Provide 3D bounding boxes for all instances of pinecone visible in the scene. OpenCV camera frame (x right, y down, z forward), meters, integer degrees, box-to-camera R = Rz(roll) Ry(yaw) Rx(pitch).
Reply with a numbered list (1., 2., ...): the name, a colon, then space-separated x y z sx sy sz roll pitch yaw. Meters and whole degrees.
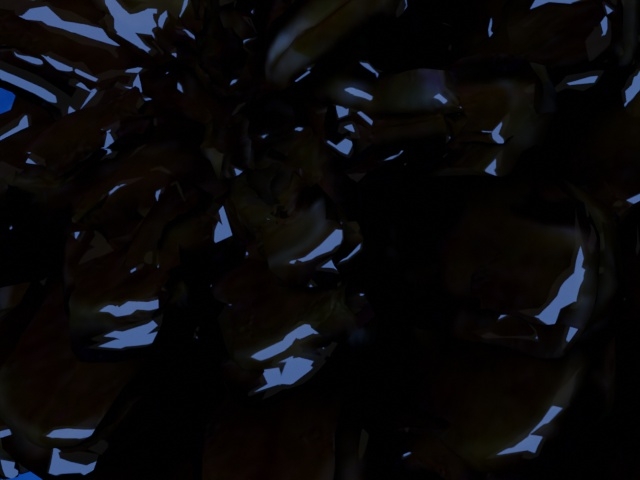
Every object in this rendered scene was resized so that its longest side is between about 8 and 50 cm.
1. pinecone: 0.000 0.000 0.454 0.221 0.221 0.221 -7 71 21
